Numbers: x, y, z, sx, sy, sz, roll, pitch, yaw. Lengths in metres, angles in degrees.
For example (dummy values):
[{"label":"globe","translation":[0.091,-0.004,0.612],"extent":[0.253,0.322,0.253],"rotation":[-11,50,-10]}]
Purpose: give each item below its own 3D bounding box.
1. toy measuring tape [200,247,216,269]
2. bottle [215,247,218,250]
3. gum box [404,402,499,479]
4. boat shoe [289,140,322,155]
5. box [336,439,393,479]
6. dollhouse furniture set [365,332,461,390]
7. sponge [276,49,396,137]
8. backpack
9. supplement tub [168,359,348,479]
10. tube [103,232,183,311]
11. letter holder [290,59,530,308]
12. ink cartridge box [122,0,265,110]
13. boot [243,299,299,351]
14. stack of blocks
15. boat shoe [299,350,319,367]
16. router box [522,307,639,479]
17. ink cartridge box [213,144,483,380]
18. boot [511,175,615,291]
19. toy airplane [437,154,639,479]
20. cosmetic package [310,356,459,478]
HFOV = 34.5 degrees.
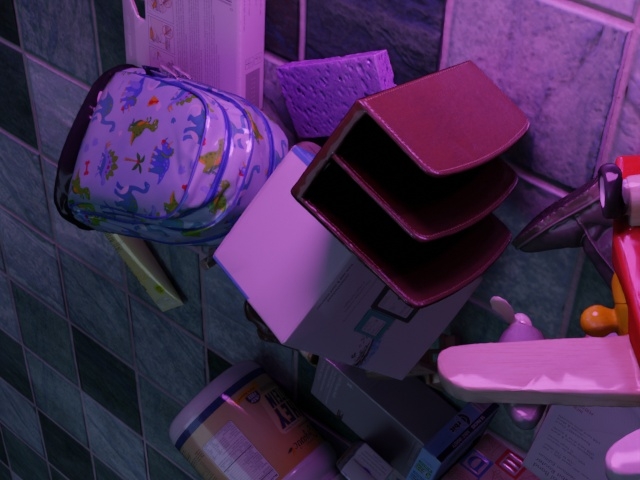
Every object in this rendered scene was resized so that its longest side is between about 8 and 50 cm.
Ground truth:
[{"label":"toy measuring tape","translation":[-0.210,-0.096,1.793],"extent":[0.121,0.121,0.330],"rotation":[35,138,24]},{"label":"bottle","translation":[-0.069,0.059,1.699],"extent":[0.092,0.118,0.283],"rotation":[-22,135,17]},{"label":"gum box","translation":[0.198,0.344,1.647],"extent":[0.041,0.157,0.184],"rotation":[39,141,20]},{"label":"boat shoe","translation":[0.000,0.000,1.634],"extent":[0.116,0.123,0.324],"rotation":[2,117,49]},{"label":"box","translation":[0.071,0.386,1.766],"extent":[0.067,0.063,0.324],"rotation":[41,172,5]},{"label":"dollhouse furniture set","translation":[0.143,0.128,1.589],"extent":[0.101,0.161,0.182],"rotation":[-13,65,31]},{"label":"sponge","translation":[0.028,-0.211,1.512],"extent":[0.210,0.031,0.117],"rotation":[4,120,47]},{"label":"backpack","translation":[-0.221,-0.120,1.559],"extent":[0.355,0.290,0.273],"rotation":[20,174,20]},{"label":"supplement tub","translation":[-0.113,0.411,1.977],"extent":[0.316,0.228,0.228],"rotation":[47,142,10]},{"label":"tube","translation":[-0.369,0.043,2.120],"extent":[0.240,0.062,0.070],"rotation":[57,-176,-11]},{"label":"letter holder","translation":[0.150,-0.071,1.237],"extent":[0.214,0.302,0.152],"rotation":[46,125,11]},{"label":"ink cartridge box","translation":[-0.201,-0.366,1.614],"extent":[0.261,0.066,0.296],"rotation":[31,136,28]},{"label":"boot","translation":[-0.082,0.156,1.907],"extent":[0.114,0.037,0.106],"rotation":[13,139,46]},{"label":"stack of blocks","translation":[0.320,0.457,1.590],"extent":[0.297,0.171,0.087],"rotation":[34,139,24]},{"label":"boat shoe","translation":[-0.003,0.193,1.789],"extent":[0.048,0.056,0.153],"rotation":[36,-179,23]},{"label":"router box","translation":[0.467,0.299,1.381],"extent":[0.335,0.082,0.301],"rotation":[36,139,24]},{"label":"ink cartridge box","translation":[0.041,0.038,1.412],"extent":[0.197,0.270,0.198],"rotation":[-53,49,12]},{"label":"boot","translation":[0.364,0.036,1.314],"extent":[0.208,0.076,0.189],"rotation":[49,145,-3]},{"label":"toy airplane","translation":[0.383,0.127,1.117],"extent":[0.386,0.384,0.272],"rotation":[39,164,25]},{"label":"cosmetic package","translation":[0.107,0.275,1.738],"extent":[0.238,0.107,0.127],"rotation":[41,143,24]}]
